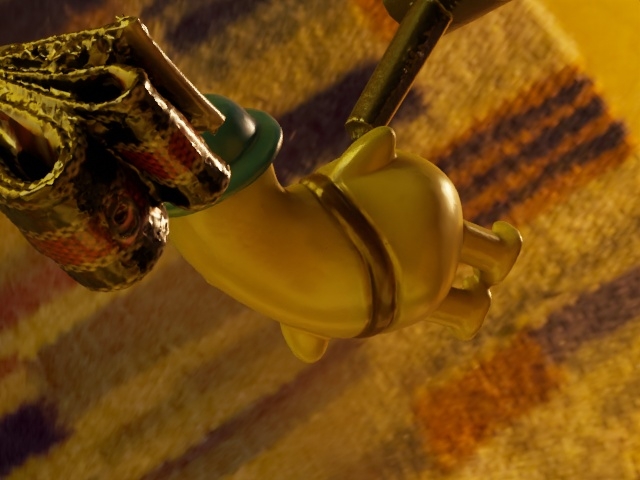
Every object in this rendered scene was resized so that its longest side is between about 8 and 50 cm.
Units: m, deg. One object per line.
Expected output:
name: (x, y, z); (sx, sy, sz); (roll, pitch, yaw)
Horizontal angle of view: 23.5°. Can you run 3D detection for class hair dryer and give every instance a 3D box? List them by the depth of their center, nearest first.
hair dryer: (0.133, -0.237, 1.723); (0.116, 0.244, 0.302); (35, 68, -17)

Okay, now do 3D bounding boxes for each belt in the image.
belt: (-0.185, -0.074, 0.898); (0.126, 0.359, 0.094); (-52, 127, -15)

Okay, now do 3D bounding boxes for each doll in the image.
doll: (0.000, 0.000, 1.173); (0.363, 0.145, 0.199); (17, 101, -35)
